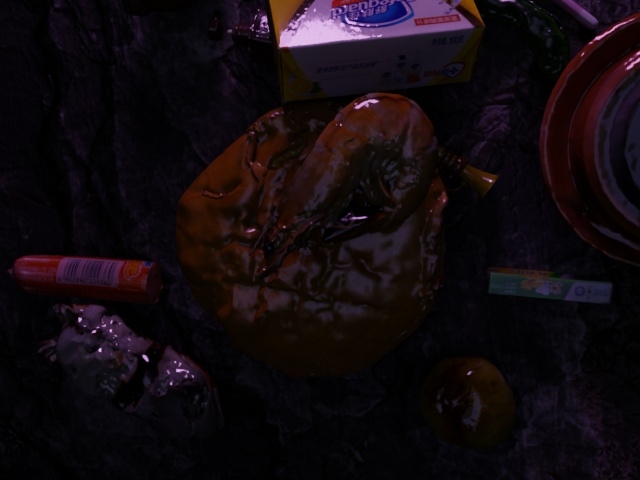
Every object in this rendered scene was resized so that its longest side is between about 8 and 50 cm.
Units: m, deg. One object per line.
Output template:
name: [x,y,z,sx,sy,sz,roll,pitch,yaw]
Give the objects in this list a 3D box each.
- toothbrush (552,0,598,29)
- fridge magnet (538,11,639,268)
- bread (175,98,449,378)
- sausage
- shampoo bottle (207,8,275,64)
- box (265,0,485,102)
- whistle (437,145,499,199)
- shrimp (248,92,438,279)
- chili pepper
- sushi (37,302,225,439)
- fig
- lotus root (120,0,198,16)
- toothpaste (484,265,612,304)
toothbrush: [0.277,-0.389,0.912,0.286,0.020,0.025,36,97,2]
fridge magnet: [0.482,-0.132,0.853,0.364,0.155,0.363,2,100,10]
bread: [0.000,0.000,0.929,0.399,0.215,0.397,1,99,9]
sausage: [-0.405,0.063,1.079,0.274,0.074,0.074,3,100,9]
shampoo bottle: [-0.052,-0.300,0.958,0.237,0.068,0.067,10,144,7]
box: [0.064,-0.286,0.854,0.265,0.097,0.168,-6,58,-4]
whistle: [0.208,-0.102,0.972,0.109,0.057,0.046,31,59,12]
shrimp: [0.035,-0.050,0.791,0.152,0.063,0.287,36,95,-12]
chili pepper: [0.284,-0.303,0.911,0.182,0.050,0.073,35,110,4]
sushi: [-0.300,0.219,1.058,0.332,0.130,0.124,33,103,2]
fig: [0.226,0.248,0.980,0.153,0.121,0.136,45,108,-1]
lotus root: [-0.209,-0.403,0.940,0.209,0.120,0.120,-39,92,11]
toothpaste: [0.341,0.067,0.969,0.179,0.043,0.037,4,98,9]
